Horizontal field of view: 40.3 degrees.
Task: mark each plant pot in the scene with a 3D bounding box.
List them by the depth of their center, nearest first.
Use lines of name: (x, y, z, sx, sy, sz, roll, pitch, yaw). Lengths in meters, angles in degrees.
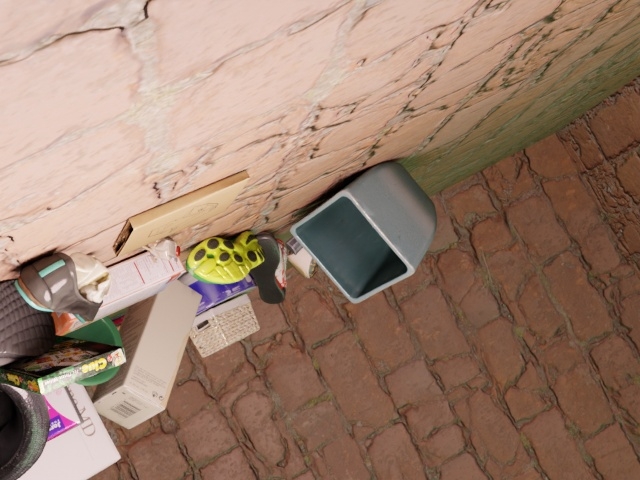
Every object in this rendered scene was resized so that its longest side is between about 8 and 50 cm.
plant pot: (0.131, -0.047, 2.092, 0.248, 0.247, 0.252, -33, -170, 50)

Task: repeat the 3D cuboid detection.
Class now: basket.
basket: (-0.249, 0.220, 2.251, 0.113, 0.103, 0.167, -30, 176, 32)

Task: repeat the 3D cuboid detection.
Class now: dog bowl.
dog bowl: (-0.305, 0.136, 2.302, 0.265, 0.104, 0.265, -28, 175, -3)

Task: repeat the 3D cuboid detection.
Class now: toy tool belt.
toy tool belt: (-0.277, 0.014, 1.513, 0.051, 0.052, 0.083, 3, 175, 6)

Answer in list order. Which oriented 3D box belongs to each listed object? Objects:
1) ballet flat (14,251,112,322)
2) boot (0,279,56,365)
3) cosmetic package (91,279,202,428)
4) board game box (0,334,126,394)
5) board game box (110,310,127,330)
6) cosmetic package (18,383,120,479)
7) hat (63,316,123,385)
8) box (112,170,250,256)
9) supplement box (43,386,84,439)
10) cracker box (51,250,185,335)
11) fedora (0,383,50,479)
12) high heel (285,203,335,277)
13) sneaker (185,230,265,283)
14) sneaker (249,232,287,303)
ballet flat: (-0.365, 0.069, 1.308, 0.096, 0.095, 0.280, -39, 177, -6)
boot: (-0.536, 0.148, 1.209, 0.223, 0.118, 0.338, -19, 177, 14)
cosmetic package: (-0.385, 0.243, 1.942, 0.160, 0.113, 0.309, -32, -149, 40)
board game box: (-0.415, 0.179, 1.302, 0.136, 0.030, 0.260, -22, -165, -40)
board game box: (-0.555, 0.232, 2.346, 0.169, 0.033, 0.133, -27, 176, -12)
cosmetic package: (-0.710, 0.434, 1.823, 0.394, 0.329, 0.327, -25, 174, -42)
hat: (-0.505, 0.230, 1.714, 0.183, 0.173, 0.208, -33, 176, 32)
box: (-0.219, -0.040, 1.363, 0.201, 0.021, 0.164, -25, 175, -26)
supplement box: (-0.557, 0.281, 1.688, 0.111, 0.220, 0.114, -27, 176, -16)
cracker box: (-0.379, 0.091, 1.593, 0.232, 0.067, 0.156, -24, 175, -31)
fedora: (-0.627, 0.289, 1.503, 0.334, 0.334, 0.152, -28, -154, 8)
high heel: (0.000, 0.000, 2.287, 0.186, 0.093, 0.261, -44, 162, -13)
sneaker: (-0.215, 0.056, 1.897, 0.123, 0.109, 0.295, -33, 174, 18)
sneaker: (-0.138, 0.032, 2.264, 0.090, 0.145, 0.270, -5, 140, 4)
